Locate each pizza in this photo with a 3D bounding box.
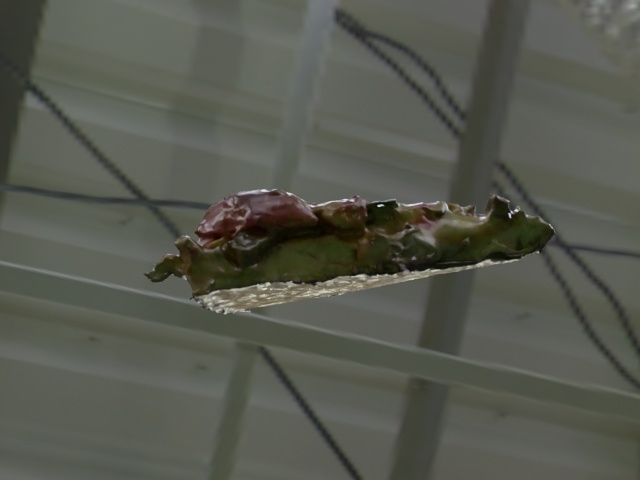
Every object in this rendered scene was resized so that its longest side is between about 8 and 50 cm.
[{"bbox_3d":[0.013,-0.001,0.528,0.099,0.100,0.029,-9,-94,11],"label":"pizza"}]
